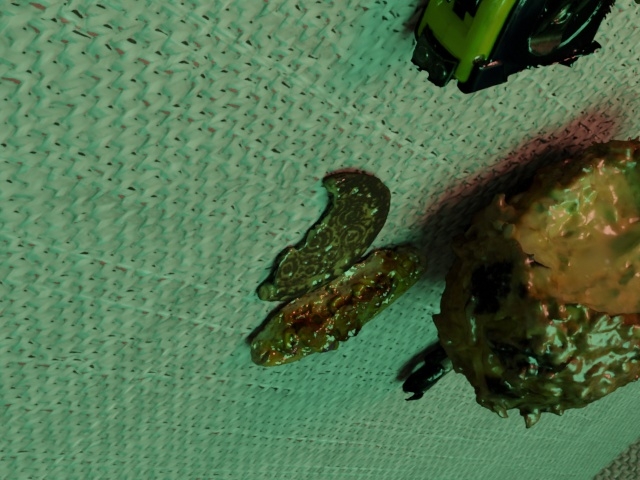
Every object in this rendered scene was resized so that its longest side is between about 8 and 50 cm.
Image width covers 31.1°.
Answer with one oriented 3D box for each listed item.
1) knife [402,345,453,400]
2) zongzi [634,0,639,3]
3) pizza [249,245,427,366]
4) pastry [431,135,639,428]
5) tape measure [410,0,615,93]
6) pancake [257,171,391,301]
[{"bbox_3d":[0.269,0.127,1.755,0.365,0.043,0.089,-33,-175,-13],"label":"knife"},{"bbox_3d":[0.431,-0.314,1.056,0.300,0.145,0.274,2,160,17],"label":"zongzi"},{"bbox_3d":[0.026,0.088,1.397,0.246,0.058,0.127,-26,149,-24],"label":"pizza"},{"bbox_3d":[0.321,0.053,1.455,0.405,0.292,0.337,-38,163,-23],"label":"pastry"},{"bbox_3d":[0.191,-0.233,1.057,0.199,0.112,0.186,-20,145,-32],"label":"tape measure"},{"bbox_3d":[0.000,0.000,1.279,0.190,0.020,0.184,-39,152,0],"label":"pancake"}]
